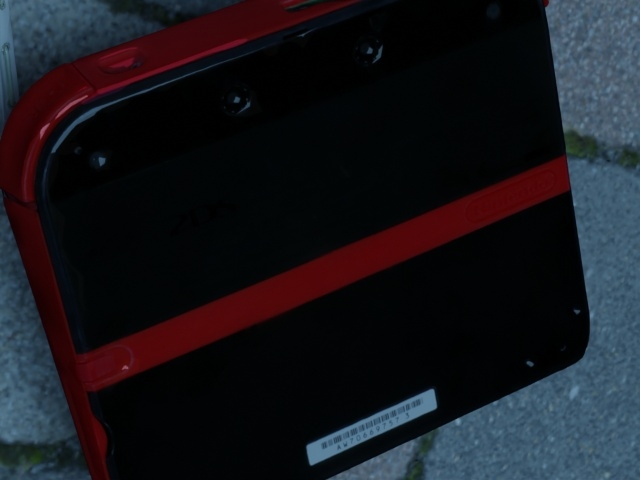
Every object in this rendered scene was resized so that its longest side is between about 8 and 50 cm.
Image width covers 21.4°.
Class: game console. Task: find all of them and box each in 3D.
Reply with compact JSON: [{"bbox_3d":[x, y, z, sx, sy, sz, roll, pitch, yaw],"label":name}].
[{"bbox_3d":[0.000,0.000,1.127,0.386,0.060,0.342,-22,120,-19],"label":"game console"}]

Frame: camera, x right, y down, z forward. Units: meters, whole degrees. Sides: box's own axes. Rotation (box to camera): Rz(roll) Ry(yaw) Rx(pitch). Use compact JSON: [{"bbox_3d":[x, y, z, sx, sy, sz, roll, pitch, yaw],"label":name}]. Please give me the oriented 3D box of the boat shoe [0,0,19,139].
[{"bbox_3d":[-0.238,-0.165,1.071,0.076,0.083,0.226,-19,113,-52],"label":"boat shoe"}]
